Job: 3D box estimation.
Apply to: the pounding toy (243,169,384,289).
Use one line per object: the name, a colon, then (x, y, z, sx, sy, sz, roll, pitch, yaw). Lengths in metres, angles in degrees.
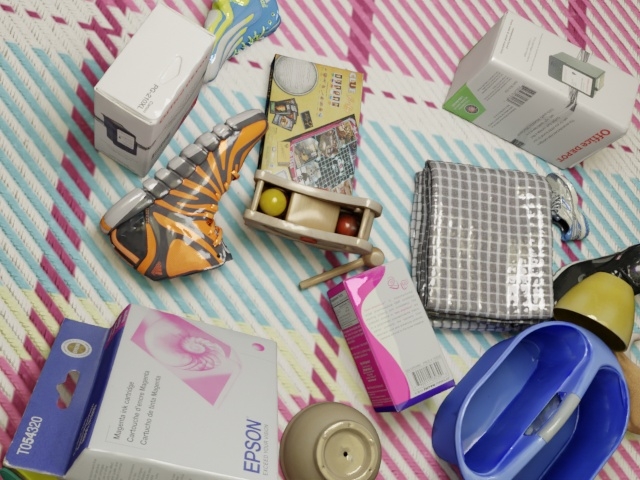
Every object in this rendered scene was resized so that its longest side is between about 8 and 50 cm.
pounding toy: (0.000, 0.000, 1.262, 0.269, 0.154, 0.155, 18, 82, -21)

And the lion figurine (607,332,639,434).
lion figurine: (0.640, 0.283, 1.418, 0.391, 0.142, 0.240, 1, 84, -1)

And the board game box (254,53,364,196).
board game box: (-0.017, -0.188, 1.382, 0.165, 0.042, 0.243, 10, 74, -13)

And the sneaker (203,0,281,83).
sneaker: (-0.133, -0.365, 1.368, 0.126, 0.091, 0.240, 16, 72, -12)

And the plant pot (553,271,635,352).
plant pot: (0.469, 0.110, 1.335, 0.134, 0.134, 0.095, 34, 78, -5)

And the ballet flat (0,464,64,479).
ballet flat: (-0.353, 0.385, 1.138, 0.231, 0.077, 0.077, 50, 48, -2)

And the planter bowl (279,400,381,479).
planter bowl: (0.027, 0.327, 1.231, 0.162, 0.109, 0.162, 4, 75, -15)

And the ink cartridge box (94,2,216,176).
ink cartridge box: (-0.257, -0.221, 1.218, 0.100, 0.237, 0.172, 32, 70, -6)

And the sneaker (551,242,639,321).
sneaker: (0.529, 0.061, 1.429, 0.283, 0.124, 0.107, -24, 83, -19)

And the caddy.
caddy: (0.345, 0.290, 1.293, 0.241, 0.179, 0.341, 46, 70, 0)

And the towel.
towel: (0.278, 0.012, 1.372, 0.234, 0.121, 0.284, 6, 74, -13)

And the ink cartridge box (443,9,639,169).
ink cartridge box: (0.390, -0.260, 1.430, 0.272, 0.198, 0.115, 25, 70, -9)

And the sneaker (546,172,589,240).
sneaker: (0.444, -0.060, 1.476, 0.058, 0.052, 0.135, -21, 83, -15)

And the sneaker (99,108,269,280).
sneaker: (-0.175, -0.058, 1.277, 0.321, 0.124, 0.180, -41, 94, -10)

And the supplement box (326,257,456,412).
supplement box: (0.111, 0.155, 1.296, 0.111, 0.114, 0.220, -20, 84, -18)

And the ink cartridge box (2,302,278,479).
ink cartridge box: (-0.220, 0.211, 1.102, 0.330, 0.324, 0.072, 16, 115, -12)
